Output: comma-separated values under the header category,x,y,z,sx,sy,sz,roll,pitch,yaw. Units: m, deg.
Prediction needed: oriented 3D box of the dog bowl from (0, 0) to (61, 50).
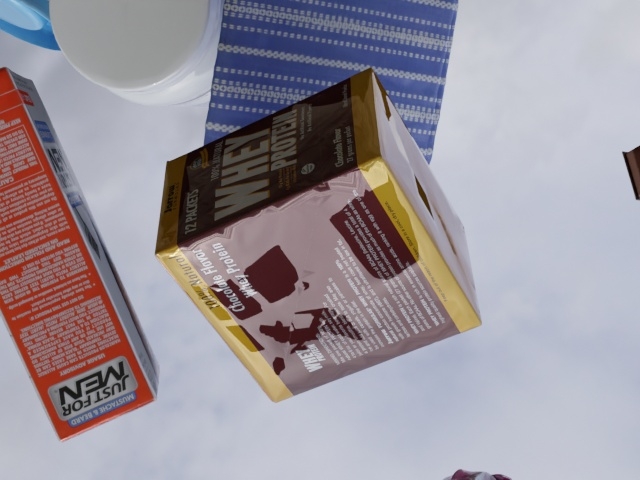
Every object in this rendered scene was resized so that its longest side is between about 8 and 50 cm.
category,x,y,z,sx,sy,sz,roll,pitch,yaw
dog bowl,-0.369,-0.302,1.218,0.166,0.297,0.074,8,-111,58

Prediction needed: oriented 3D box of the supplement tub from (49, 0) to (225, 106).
category,x,y,z,sx,sy,sz,roll,pitch,yaw
supplement tub,-0.144,-0.235,1.251,0.191,0.191,0.272,-17,179,17

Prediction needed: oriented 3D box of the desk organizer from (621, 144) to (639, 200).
category,x,y,z,sx,sy,sz,roll,pitch,yaw
desk organizer,0.330,-0.061,1.043,0.050,0.130,0.047,-35,-121,48

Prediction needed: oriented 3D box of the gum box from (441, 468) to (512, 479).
category,x,y,z,sx,sy,sz,roll,pitch,yaw
gum box,0.088,0.255,0.817,0.107,0.188,0.062,-19,166,38

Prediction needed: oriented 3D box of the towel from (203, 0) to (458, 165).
category,x,y,z,sx,sy,sz,roll,pitch,yaw
towel,0.020,-0.214,1.127,0.243,0.336,0.040,3,-166,-27

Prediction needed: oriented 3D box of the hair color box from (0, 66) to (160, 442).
category,x,y,z,sx,sy,sz,roll,pitch,yaw
hair color box,-0.134,0.004,0.583,0.053,0.167,0.093,-22,-173,-5

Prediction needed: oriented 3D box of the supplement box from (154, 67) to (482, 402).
category,x,y,z,sx,sy,sz,roll,pitch,yaw
supplement box,0.000,0.000,0.980,0.194,0.191,0.129,-23,-144,16
